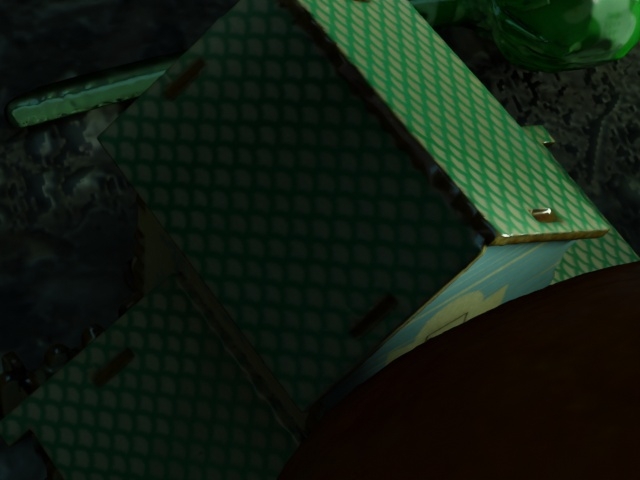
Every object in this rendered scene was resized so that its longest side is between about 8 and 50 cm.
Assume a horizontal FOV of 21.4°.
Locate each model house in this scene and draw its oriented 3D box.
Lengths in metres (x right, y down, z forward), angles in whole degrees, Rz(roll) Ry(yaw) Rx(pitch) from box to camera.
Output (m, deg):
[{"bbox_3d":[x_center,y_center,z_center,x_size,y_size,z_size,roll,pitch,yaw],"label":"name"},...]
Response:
[{"bbox_3d":[0.000,0.000,0.648,0.271,0.206,0.178,-26,66,-20],"label":"model house"}]

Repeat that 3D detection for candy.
[{"bbox_3d":[0.011,-0.097,0.796,0.323,0.097,0.097,-15,62,-6],"label":"candy"}]

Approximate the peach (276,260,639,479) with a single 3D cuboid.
[{"bbox_3d":[0.138,0.163,0.491,0.372,0.290,0.372,32,34,-25],"label":"peach"}]
